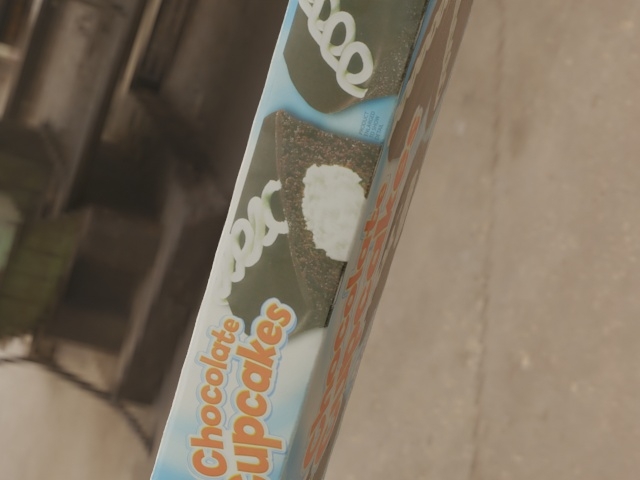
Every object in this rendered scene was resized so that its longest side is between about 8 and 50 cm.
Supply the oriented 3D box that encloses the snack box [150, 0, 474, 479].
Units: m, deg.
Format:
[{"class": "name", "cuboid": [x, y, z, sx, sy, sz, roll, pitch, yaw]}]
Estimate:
[{"class": "snack box", "cuboid": [0.000, 0.000, 0.787, 0.187, 0.060, 0.321, -35, -37, -77]}]
